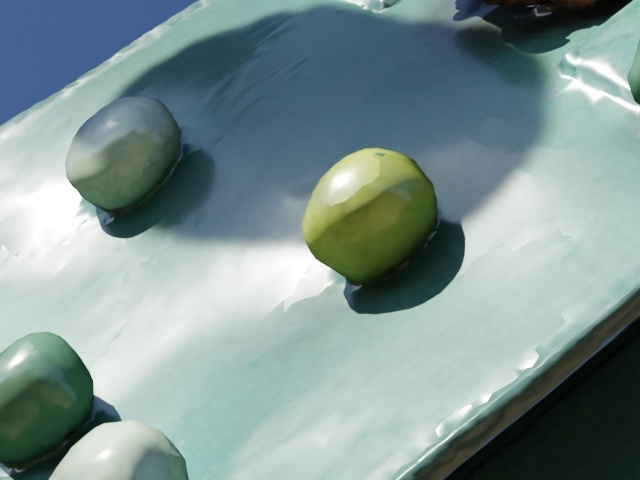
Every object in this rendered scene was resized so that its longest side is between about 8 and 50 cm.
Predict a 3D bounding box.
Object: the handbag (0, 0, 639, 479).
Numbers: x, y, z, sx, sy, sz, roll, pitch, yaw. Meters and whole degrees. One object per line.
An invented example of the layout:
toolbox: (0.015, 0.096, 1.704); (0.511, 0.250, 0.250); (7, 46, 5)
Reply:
handbag: (-0.004, -0.002, 0.521); (0.274, 0.269, 0.100); (-41, -61, -11)
